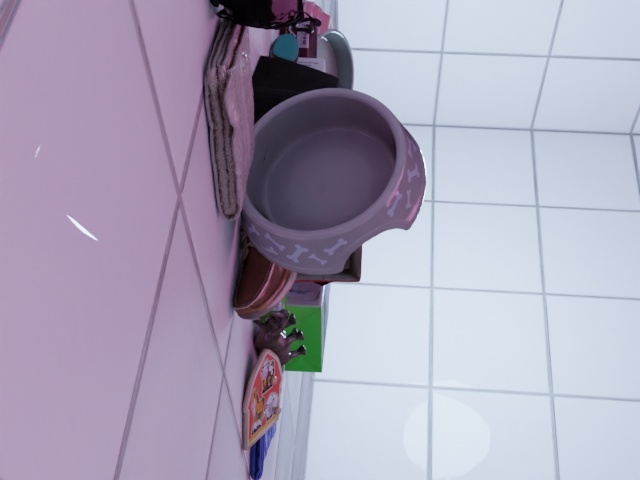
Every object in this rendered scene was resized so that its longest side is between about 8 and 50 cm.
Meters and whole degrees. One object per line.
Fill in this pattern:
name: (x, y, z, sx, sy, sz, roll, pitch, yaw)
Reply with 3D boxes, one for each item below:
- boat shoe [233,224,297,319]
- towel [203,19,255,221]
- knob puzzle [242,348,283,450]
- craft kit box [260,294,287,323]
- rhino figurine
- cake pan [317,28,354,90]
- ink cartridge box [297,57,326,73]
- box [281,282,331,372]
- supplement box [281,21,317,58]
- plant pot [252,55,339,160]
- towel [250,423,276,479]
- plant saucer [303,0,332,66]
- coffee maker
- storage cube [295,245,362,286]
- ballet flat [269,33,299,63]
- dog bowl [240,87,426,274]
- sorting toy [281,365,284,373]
boat shoe: (-0.105, 0.003, 1.680, 0.116, 0.123, 0.324, 49, 41, -33)
towel: (-0.136, -0.193, 1.399, 0.187, 0.049, 0.282, -82, 174, -46)
knob puzzle: (-0.112, 0.323, 1.882, 0.213, 0.030, 0.213, 8, 90, -70)
craft kit box: (-0.103, 0.034, 2.015, 0.250, 0.061, 0.246, 88, 9, -52)
rhino figurine: (-0.095, 0.212, 1.951, 0.073, 0.106, 0.243, 61, -10, 26)
cake pan: (0.006, -0.442, 2.478, 0.293, 0.054, 0.293, -30, 125, -55)
ink cartridge box: (-0.050, -0.256, 2.075, 0.201, 0.117, 0.278, 81, 13, -71)
box: (-0.042, 0.194, 2.468, 0.231, 0.127, 0.262, -83, 174, -49)
supplement box: (-0.051, -0.484, 2.205, 0.239, 0.073, 0.130, -74, 165, -77)
plant pot: (-0.048, -0.247, 1.772, 0.188, 0.167, 0.187, -83, 175, -58)
towel: (-0.122, 0.397, 2.105, 0.336, 0.040, 0.243, -59, 152, -82)
plant saucer: (-0.012, -0.543, 2.658, 0.332, 0.084, 0.332, 3, 90, -87)
coffee maker: (-0.073, -0.404, 1.273, 0.120, 0.171, 0.178, -54, 148, -52)
storage cube: (0.000, 0.000, 2.291, 0.193, 0.183, 0.215, -136, -133, -78)
ballet flat: (-0.089, -0.377, 1.939, 0.070, 0.070, 0.188, 89, 8, -46)
dog bowl: (0.007, -0.117, 1.559, 0.102, 0.349, 0.349, 61, 30, -59)
sorting toy: (-0.097, 0.337, 2.118, 0.083, 0.012, 0.062, -94, -166, -79)
